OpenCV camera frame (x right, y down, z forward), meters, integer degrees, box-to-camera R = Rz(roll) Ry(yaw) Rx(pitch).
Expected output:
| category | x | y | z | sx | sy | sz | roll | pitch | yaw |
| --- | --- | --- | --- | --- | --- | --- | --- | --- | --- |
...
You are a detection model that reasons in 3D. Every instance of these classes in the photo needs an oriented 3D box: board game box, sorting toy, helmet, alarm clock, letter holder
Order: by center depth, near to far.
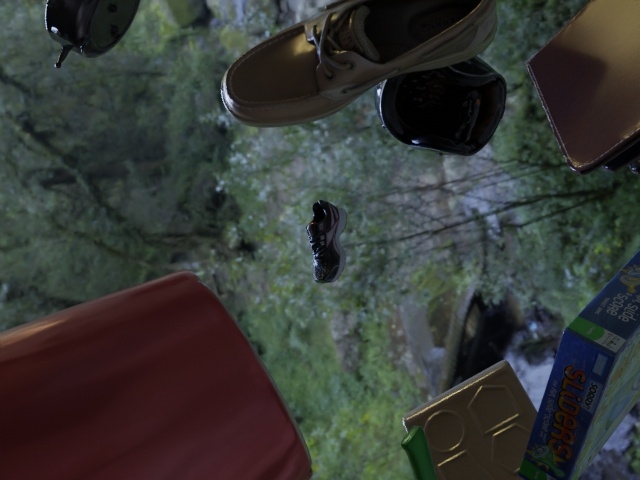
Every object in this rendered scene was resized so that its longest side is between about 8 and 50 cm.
| category | x | y | z | sx | sy | sz | roll | pitch | yaw |
| --- | --- | --- | --- | --- | --- | --- | --- | --- | --- |
| board game box | 0.212 | 0.068 | 0.594 | 0.035 | 0.201 | 0.136 | 29 | 134 | 29 |
| letter holder | 0.391 | -0.193 | 0.888 | 0.302 | 0.152 | 0.214 | -46 | 33 | 33 |
| alarm clock | -0.255 | -0.297 | 1.042 | 0.064 | 0.192 | 0.129 | 27 | 149 | 5 |
| helmet | 0.161 | -0.202 | 1.223 | 0.161 | 0.169 | 0.169 | 27 | 132 | 30 |
| sorting toy | 0.244 | 0.306 | 1.315 | 0.038 | 0.193 | 0.208 | 50 | -168 | -47 |

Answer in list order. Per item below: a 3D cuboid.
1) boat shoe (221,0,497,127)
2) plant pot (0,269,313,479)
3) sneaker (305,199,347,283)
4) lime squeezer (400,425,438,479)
| category | x | y | z | sx | sy | sz | roll | pitch | yaw |
| --- | --- | --- | --- | --- | --- | --- | --- | --- | --- |
| boat shoe | 0.036 | -0.231 | 1.006 | 0.110 | 0.341 | 0.121 | 34 | -144 | -78 |
| plant pot | -0.157 | 0.163 | 0.655 | 0.275 | 0.243 | 0.275 | 51 | 161 | 25 |
| sneaker | 0.000 | 0.000 | 1.694 | 0.072 | 0.077 | 0.178 | -22 | 51 | 33 |
| lime squeezer | 0.139 | 0.279 | 0.631 | 0.310 | 0.110 | 0.059 | 44 | 146 | -10 |
